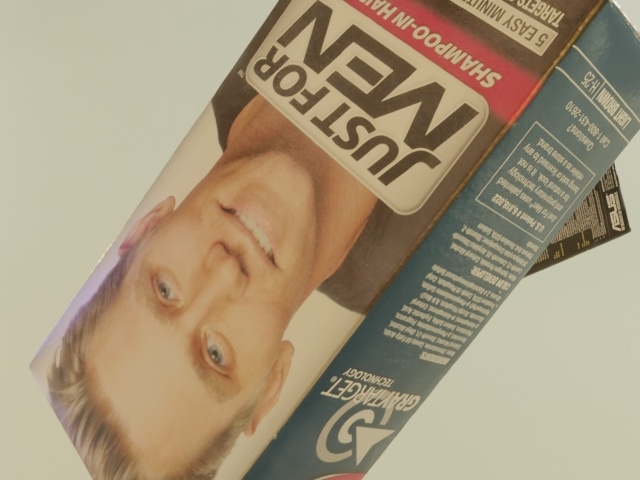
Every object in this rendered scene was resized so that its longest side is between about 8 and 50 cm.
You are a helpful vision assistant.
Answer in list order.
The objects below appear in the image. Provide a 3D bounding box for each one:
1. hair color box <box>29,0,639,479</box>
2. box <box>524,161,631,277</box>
[{"bbox_3d":[0.000,0.000,0.473,0.105,0.347,0.174,22,-163,-51],"label":"hair color box"},{"bbox_3d":[0.150,-0.110,0.834,0.242,0.308,0.076,-22,-165,-13],"label":"box"}]
